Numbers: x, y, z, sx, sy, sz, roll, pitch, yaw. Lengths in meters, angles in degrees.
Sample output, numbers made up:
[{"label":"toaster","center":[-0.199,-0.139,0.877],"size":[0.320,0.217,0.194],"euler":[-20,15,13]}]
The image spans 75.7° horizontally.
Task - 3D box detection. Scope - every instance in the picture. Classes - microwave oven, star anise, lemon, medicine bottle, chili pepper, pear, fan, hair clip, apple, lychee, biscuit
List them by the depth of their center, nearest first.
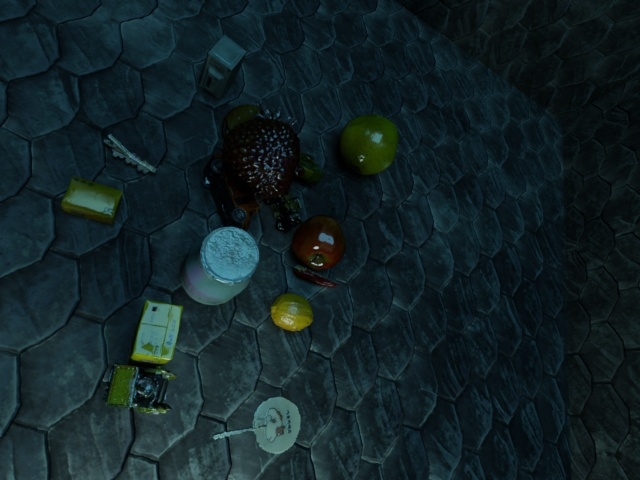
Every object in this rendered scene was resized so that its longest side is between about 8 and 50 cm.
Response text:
[{"label":"medicine bottle","center":[-0.352,0.086,1.458],"size":[0.244,0.290,0.245],"euler":[10,67,-24]},{"label":"fan","center":[-0.218,0.669,1.469],"size":[0.328,0.009,0.191],"euler":[3,70,-27]},{"label":"lychee","center":[-0.210,-0.314,1.553],"size":[0.329,0.306,0.306],"euler":[20,62,-1]},{"label":"hair clip","center":[-0.725,-0.315,1.564],"size":[0.213,0.056,0.063],"euler":[40,41,-19]},{"label":"lemon","center":[-0.106,0.279,1.601],"size":[0.186,0.142,0.143],"euler":[25,61,-23]},{"label":"apple","center":[0.000,0.000,1.722],"size":[0.229,0.230,0.230],"euler":[10,67,-24]},{"label":"chili pepper","center":[-0.040,0.150,1.743],"size":[0.267,0.059,0.051],"euler":[26,99,-20]},{"label":"microwave oven","center":[-0.431,-0.747,1.786],"size":[0.122,0.208,0.163],"euler":[34,59,-12]},{"label":"star anise","center":[-0.215,-0.502,1.817],"size":[0.229,0.093,0.236],"euler":[38,66,8]},{"label":"biscuit","center":[-0.286,-0.478,1.859],"size":[0.317,0.040,0.319],"euler":[10,67,-25]},{"label":"pear","center":[0.230,-0.458,1.989],"size":[0.293,0.294,0.295],"euler":[10,67,-24]}]

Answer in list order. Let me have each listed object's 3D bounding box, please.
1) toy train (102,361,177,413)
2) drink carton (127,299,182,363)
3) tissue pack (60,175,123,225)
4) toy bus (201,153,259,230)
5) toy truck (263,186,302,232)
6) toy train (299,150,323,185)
[{"label":"toy train","center":[-0.539,0.451,1.248],"size":[0.177,0.261,0.134],"euler":[7,66,-10]},{"label":"drink carton","center":[-0.509,0.299,1.257],"size":[0.111,0.351,0.155],"euler":[15,64,-22]},{"label":"tissue pack","center":[-0.791,-0.138,1.438],"size":[0.169,0.082,0.120],"euler":[18,65,-21]},{"label":"toy bus","center":[-0.351,-0.176,1.649],"size":[0.153,0.143,0.330],"euler":[-13,74,-40]},{"label":"toy truck","center":[-0.156,-0.168,1.763],"size":[0.127,0.127,0.258],"euler":[-13,77,-46]},{"label":"toy train","center":[-0.098,-0.338,1.836],"size":[0.225,0.090,0.137],"euler":[14,40,-40]}]
